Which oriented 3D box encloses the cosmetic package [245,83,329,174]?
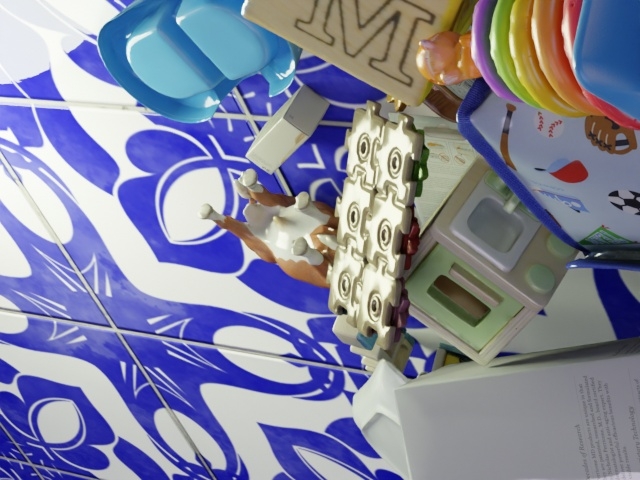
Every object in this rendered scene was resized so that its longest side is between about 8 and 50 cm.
[{"bbox_3d":[-0.039,-0.130,1.999,0.041,0.060,0.115,36,149,-9],"label":"cosmetic package"}]

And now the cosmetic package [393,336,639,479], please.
[{"bbox_3d":[0.292,0.199,1.929,0.365,0.197,0.155,-12,90,28],"label":"cosmetic package"}]

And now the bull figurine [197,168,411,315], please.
[{"bbox_3d":[0.000,0.000,2.053,0.310,0.101,0.188,14,166,44],"label":"bull figurine"}]

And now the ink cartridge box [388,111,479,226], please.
[{"bbox_3d":[0.165,-0.079,1.925,0.145,0.045,0.179,9,133,33],"label":"ink cartridge box"}]

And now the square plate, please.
[{"bbox_3d":[0.175,0.317,2.253,0.347,0.049,0.344,44,166,6],"label":"square plate"}]

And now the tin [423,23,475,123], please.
[{"bbox_3d":[0.112,-0.201,1.734,0.189,0.106,0.040,38,140,-12],"label":"tin"}]

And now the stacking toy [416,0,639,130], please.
[{"bbox_3d":[0.189,-0.165,1.405,0.175,0.166,0.302,23,165,-35],"label":"stacking toy"}]

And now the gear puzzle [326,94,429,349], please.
[{"bbox_3d":[0.077,-0.062,1.845,0.044,0.339,0.175,2,-166,-25],"label":"gear puzzle"}]

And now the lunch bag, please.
[{"bbox_3d":[0.364,-0.082,1.575,0.328,0.239,0.385,3,153,38],"label":"lunch bag"}]

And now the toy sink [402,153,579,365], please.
[{"bbox_3d":[0.190,0.011,1.855,0.153,0.131,0.234,36,144,0],"label":"toy sink"}]

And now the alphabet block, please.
[{"bbox_3d":[0.065,-0.280,1.586,0.197,0.192,0.193,29,150,6],"label":"alphabet block"}]

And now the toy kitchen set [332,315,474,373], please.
[{"bbox_3d":[0.136,0.115,2.170,0.166,0.122,0.207,17,165,22],"label":"toy kitchen set"}]

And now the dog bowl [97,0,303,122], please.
[{"bbox_3d":[-0.128,-0.232,1.921,0.166,0.074,0.297,47,146,-23],"label":"dog bowl"}]
